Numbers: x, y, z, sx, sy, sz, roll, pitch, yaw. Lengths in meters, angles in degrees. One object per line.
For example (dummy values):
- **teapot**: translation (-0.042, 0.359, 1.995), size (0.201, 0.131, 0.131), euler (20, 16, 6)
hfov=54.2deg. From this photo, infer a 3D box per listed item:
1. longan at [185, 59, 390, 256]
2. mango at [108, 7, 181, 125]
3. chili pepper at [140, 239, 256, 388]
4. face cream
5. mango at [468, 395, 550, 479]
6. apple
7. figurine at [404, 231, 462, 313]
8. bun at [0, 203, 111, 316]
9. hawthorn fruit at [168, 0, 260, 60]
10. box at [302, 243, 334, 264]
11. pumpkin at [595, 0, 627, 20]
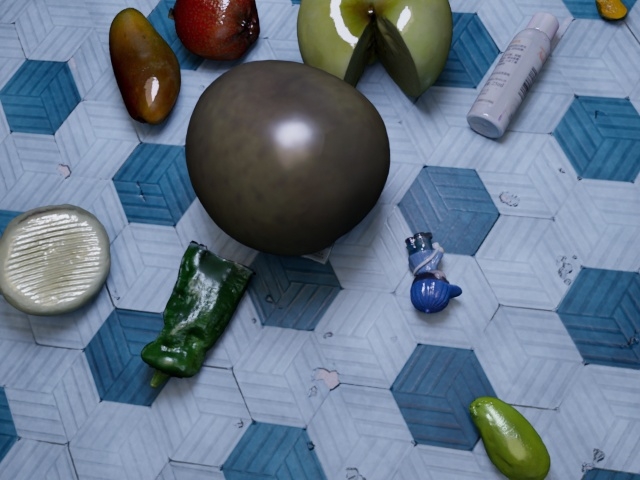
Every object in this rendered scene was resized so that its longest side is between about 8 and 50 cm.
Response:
- **longan**: translation (-0.061, -0.147, 1.091), size (0.362, 0.361, 0.360), euler (-1, 75, 5)
- **mango**: translation (-0.360, -0.357, 1.289), size (0.133, 0.111, 0.267), euler (-24, 75, 16)
- **chili pepper**: translation (-0.240, 0.147, 1.152), size (0.136, 0.099, 0.270), euler (29, 72, -13)
- **face cream**: translation (0.382, -0.329, 1.222), size (0.082, 0.082, 0.268), euler (30, 81, 13)
- **mango**: translation (0.315, 0.335, 1.053), size (0.091, 0.074, 0.165), euler (-40, 74, -3)
- **apple**: translation (0.101, -0.388, 1.170), size (0.292, 0.254, 0.291), euler (0, 90, 5)
- **figurine**: translation (0.198, 0.058, 1.142), size (0.086, 0.087, 0.149), euler (-27, 69, 37)
- **bun**: translation (-0.510, 0.039, 1.199), size (0.223, 0.127, 0.222), euler (5, 77, -23)
- **hawthorn fruit**: translation (-0.222, -0.457, 1.280), size (0.188, 0.169, 0.168), euler (21, 78, 15)
- **box**: translation (0.000, 0.000, 1.202), size (0.054, 0.024, 0.083), euler (19, 77, 13)
- **pumpkin**: translation (0.585, -0.470, 1.267), size (0.050, 0.028, 0.083), euler (-9, 66, 2)
